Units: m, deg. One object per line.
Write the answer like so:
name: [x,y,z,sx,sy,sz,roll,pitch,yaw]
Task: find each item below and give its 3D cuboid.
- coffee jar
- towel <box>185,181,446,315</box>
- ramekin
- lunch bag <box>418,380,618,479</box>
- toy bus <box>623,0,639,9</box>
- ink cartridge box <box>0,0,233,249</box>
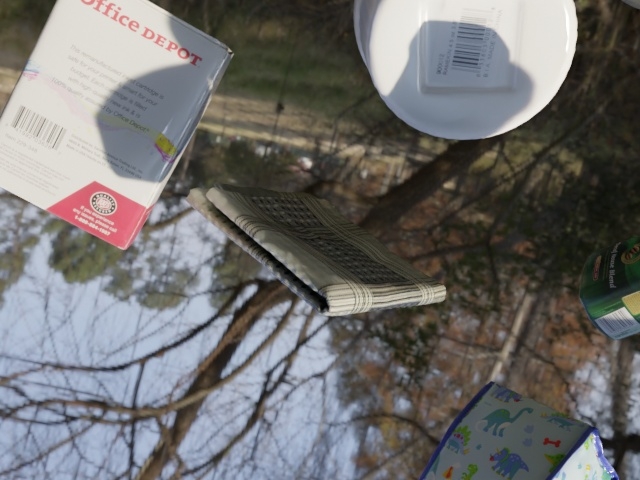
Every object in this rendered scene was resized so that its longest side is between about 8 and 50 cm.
coffee jar: [0.351,0.027,0.845,0.079,0.096,0.184,46,134,-17]
towel: [0.000,0.000,1.295,0.324,0.056,0.312,37,-158,32]
ramekin: [0.179,-0.259,1.068,0.277,0.277,0.135,15,-150,-7]
lunch bag: [0.164,0.219,0.769,0.129,0.151,0.096,16,141,54]
toy bus: [0.306,-0.188,0.518,0.220,0.149,0.211,29,178,-25]
ink cartridge box: [-0.284,-0.177,1.171,0.226,0.306,0.131,30,-173,-7]
